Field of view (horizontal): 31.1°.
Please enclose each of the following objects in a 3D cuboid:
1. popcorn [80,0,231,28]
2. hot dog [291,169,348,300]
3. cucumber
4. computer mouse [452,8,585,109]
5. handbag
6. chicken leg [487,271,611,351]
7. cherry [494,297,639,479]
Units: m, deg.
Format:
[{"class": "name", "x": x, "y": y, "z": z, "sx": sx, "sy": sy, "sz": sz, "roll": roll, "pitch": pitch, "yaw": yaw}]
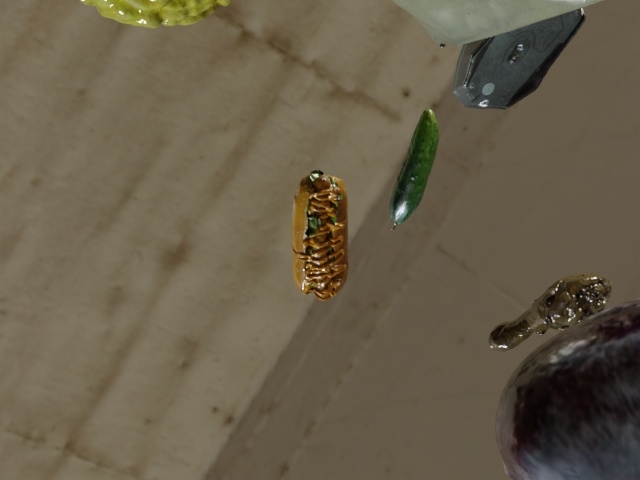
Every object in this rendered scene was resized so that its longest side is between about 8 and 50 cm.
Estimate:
[{"class": "popcorn", "x": -0.168, "y": -0.329, "z": 1.084, "sx": 0.251, "sy": 0.206, "sz": 0.237, "roll": 38, "pitch": -73, "yaw": 34}, {"class": "hot dog", "x": 0.000, "y": 0.000, "z": 1.426, "sx": 0.055, "sy": 0.072, "sz": 0.188, "roll": -99, "pitch": -173, "yaw": -58}, {"class": "cucumber", "x": 0.113, "y": -0.080, "z": 1.401, "sx": 0.039, "sy": 0.039, "sz": 0.168, "roll": -117, "pitch": -141, "yaw": -56}, {"class": "computer mouse", "x": 0.256, "y": -0.274, "z": 1.526, "sx": 0.231, "sy": 0.126, "sz": 0.071, "roll": -56, "pitch": -143, "yaw": 22}, {"class": "handbag", "x": 0.135, "y": -0.300, "z": 1.131, "sx": 0.109, "sy": 0.253, "sz": 0.316, "roll": -60, "pitch": -156, "yaw": -14}, {"class": "chicken leg", "x": 0.306, "y": 0.102, "z": 1.579, "sx": 0.198, "sy": 0.069, "sz": 0.085, "roll": -34, "pitch": -169, "yaw": 36}, {"class": "cherry", "x": 0.290, "y": 0.186, "z": 1.047, "sx": 0.296, "sy": 0.255, "sz": 0.218, "roll": -44, "pitch": 178, "yaw": 19}]
